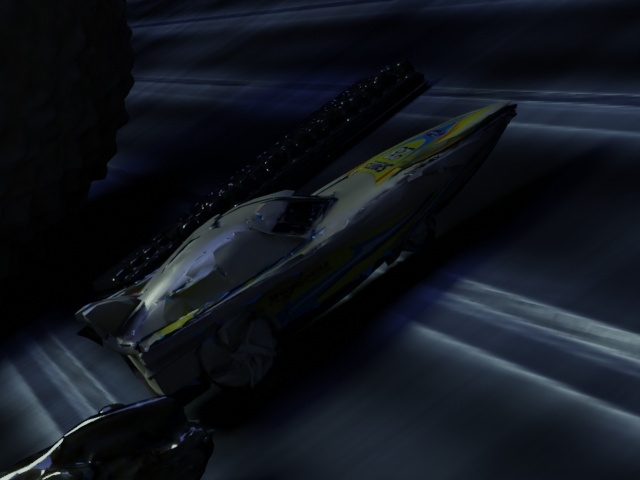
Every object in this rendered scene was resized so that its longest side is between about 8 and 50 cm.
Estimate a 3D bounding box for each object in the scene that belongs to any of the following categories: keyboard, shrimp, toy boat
[{"bbox_3d":[-0.036,-0.037,0.899,0.231,0.023,0.072,-39,15,-25],"label":"keyboard"},{"bbox_3d":[-0.134,0.127,0.527,0.219,0.046,0.152,-32,14,13],"label":"shrimp"},{"bbox_3d":[0.000,0.000,0.636,0.210,0.066,0.084,-34,17,-13],"label":"toy boat"}]

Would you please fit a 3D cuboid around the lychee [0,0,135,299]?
[{"bbox_3d":[-0.321,-0.103,1.020,0.380,0.380,0.432,-13,53,49],"label":"lychee"}]
